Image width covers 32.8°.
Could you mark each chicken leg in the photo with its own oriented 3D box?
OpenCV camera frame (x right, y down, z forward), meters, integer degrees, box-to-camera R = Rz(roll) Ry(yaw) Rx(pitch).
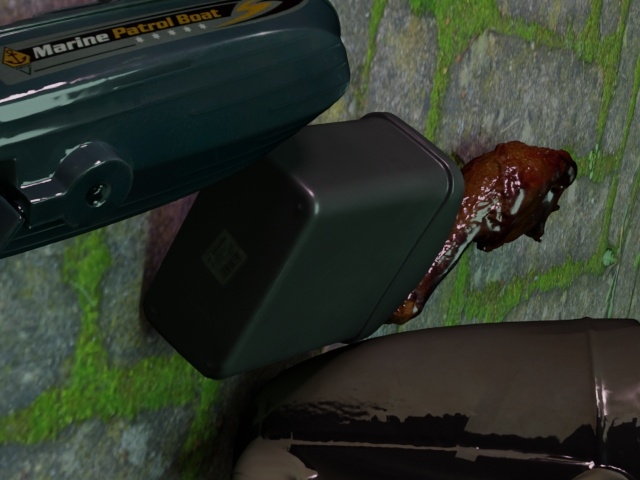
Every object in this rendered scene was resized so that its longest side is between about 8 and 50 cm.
[{"bbox_3d":[0.175,-0.029,1.171,0.407,0.096,0.158,-33,151,-50],"label":"chicken leg"}]

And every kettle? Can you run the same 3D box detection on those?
[{"bbox_3d":[0.082,0.180,0.823,0.321,0.324,0.228,-24,112,-78],"label":"kettle"}]

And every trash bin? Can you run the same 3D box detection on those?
[{"bbox_3d":[0.000,0.000,0.787,0.236,0.101,0.176,-14,141,-56],"label":"trash bin"}]

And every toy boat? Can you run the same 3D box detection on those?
[{"bbox_3d":[-0.090,-0.085,0.596,0.296,0.122,0.114,-27,148,-43],"label":"toy boat"}]
